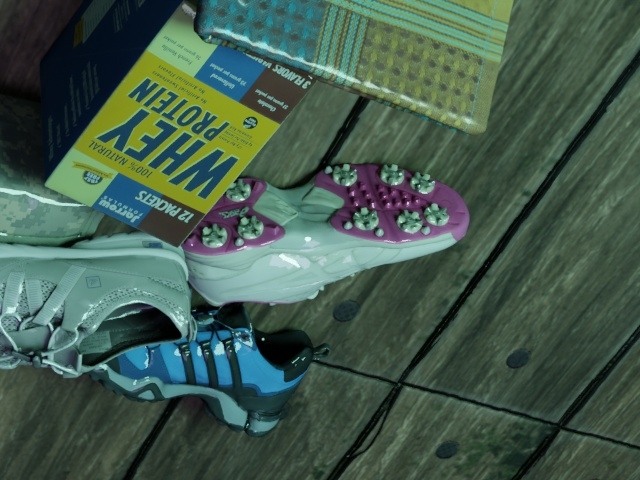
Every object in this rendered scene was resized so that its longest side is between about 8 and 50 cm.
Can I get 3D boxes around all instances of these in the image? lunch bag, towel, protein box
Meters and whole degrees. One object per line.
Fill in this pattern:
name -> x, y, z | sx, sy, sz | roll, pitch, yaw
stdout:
lunch bag -> -0.362, 0.003, 1.158 | 0.235, 0.169, 0.287 | 11, 131, -30
towel -> 0.058, -0.294, 0.985 | 0.272, 0.040, 0.370 | 17, 82, -27
protein box -> -0.132, -0.146, 1.079 | 0.136, 0.199, 0.201 | 27, 118, -31

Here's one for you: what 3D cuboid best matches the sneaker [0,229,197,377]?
sneaker -> -0.239, 0.066, 1.068 | 0.281, 0.115, 0.105 | -15, 137, -17

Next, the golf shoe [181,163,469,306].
golf shoe -> 0.000, 0.000, 1.303 | 0.306, 0.115, 0.140 | -3, 139, -5

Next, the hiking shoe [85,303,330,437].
hiking shoe -> -0.140, 0.108, 1.349 | 0.304, 0.113, 0.132 | 24, 110, -40
